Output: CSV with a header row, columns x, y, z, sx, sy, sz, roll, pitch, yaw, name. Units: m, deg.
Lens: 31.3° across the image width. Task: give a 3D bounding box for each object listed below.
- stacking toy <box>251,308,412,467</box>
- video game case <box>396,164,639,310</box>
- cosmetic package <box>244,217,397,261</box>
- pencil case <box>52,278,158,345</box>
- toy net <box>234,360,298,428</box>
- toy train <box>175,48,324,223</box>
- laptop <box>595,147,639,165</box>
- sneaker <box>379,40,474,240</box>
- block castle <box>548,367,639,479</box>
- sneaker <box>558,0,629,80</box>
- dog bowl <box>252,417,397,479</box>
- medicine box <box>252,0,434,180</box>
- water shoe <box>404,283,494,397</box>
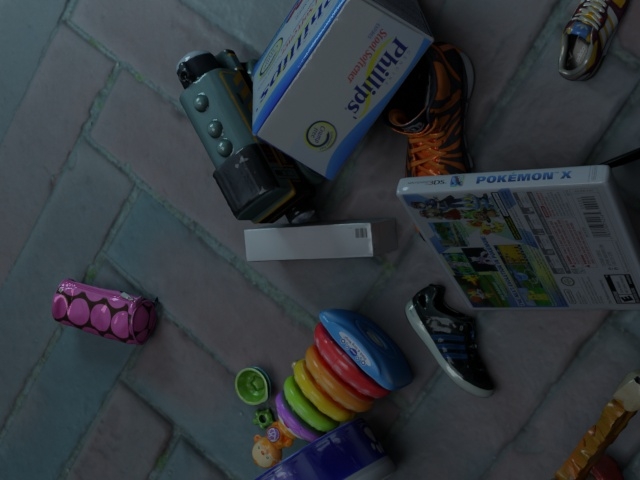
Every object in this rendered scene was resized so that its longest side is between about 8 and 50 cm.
x,y,z,sx,sy,sz,roll,pitch,yaw,name
-0.011,0.264,1.879,0.302,0.166,0.175,-47,75,12,stacking toy
0.305,0.007,1.649,0.300,0.329,0.036,-2,56,28,video game case
0.000,0.000,1.912,0.239,0.099,0.060,-3,97,29,cosmetic package
-0.411,0.128,2.151,0.209,0.095,0.098,10,135,25,pencil case
-0.037,0.269,1.991,0.232,0.045,0.122,-10,90,28,toy net
-0.121,-0.175,1.894,0.142,0.190,0.334,-34,75,27,toy train
0.479,-0.207,1.551,0.136,0.234,0.264,18,105,25,laptop
0.155,-0.147,1.763,0.124,0.180,0.321,1,96,28,sneaker
0.552,0.400,1.574,0.453,0.213,0.303,45,120,30,block castle
0.399,-0.321,1.666,0.069,0.084,0.185,21,106,25,sneaker
-0.012,0.402,1.869,0.265,0.265,0.104,-39,76,26,dog bowl
0.024,-0.281,1.746,0.149,0.289,0.263,29,113,-17,medicine box
0.218,0.159,1.826,0.080,0.073,0.203,-46,75,22,water shoe
